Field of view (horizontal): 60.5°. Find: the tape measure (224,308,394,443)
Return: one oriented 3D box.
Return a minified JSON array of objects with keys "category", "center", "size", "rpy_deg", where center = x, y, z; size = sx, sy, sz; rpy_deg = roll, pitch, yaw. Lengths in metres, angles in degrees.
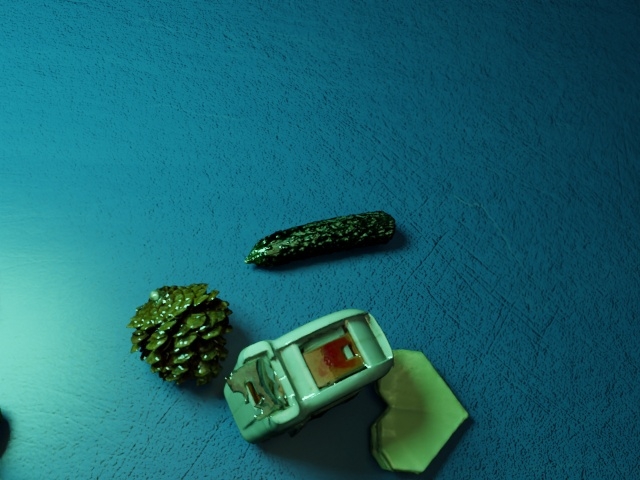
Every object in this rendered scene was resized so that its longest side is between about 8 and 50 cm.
[{"category":"tape measure","center":[-0.021,0.205,0.813],"size":[0.265,0.258,0.130],"rpy_deg":[-19,70,-24]}]

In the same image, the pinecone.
[{"category":"pinecone","center":[-0.210,0.147,0.849],"size":[0.174,0.173,0.173],"rpy_deg":[7,63,-14]}]

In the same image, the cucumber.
[{"category":"cucumber","center":[0.000,-0.002,1.029],"size":[0.300,0.072,0.072],"rpy_deg":[-11,69,-22]}]

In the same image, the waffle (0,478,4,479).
[{"category":"waffle","center":[-0.509,0.372,0.639],"size":[0.292,0.056,0.309],"rpy_deg":[40,82,-6]}]

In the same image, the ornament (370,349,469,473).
[{"category":"ornament","center":[0.176,0.297,0.951],"size":[0.180,0.059,0.201],"rpy_deg":[10,65,-14]}]
